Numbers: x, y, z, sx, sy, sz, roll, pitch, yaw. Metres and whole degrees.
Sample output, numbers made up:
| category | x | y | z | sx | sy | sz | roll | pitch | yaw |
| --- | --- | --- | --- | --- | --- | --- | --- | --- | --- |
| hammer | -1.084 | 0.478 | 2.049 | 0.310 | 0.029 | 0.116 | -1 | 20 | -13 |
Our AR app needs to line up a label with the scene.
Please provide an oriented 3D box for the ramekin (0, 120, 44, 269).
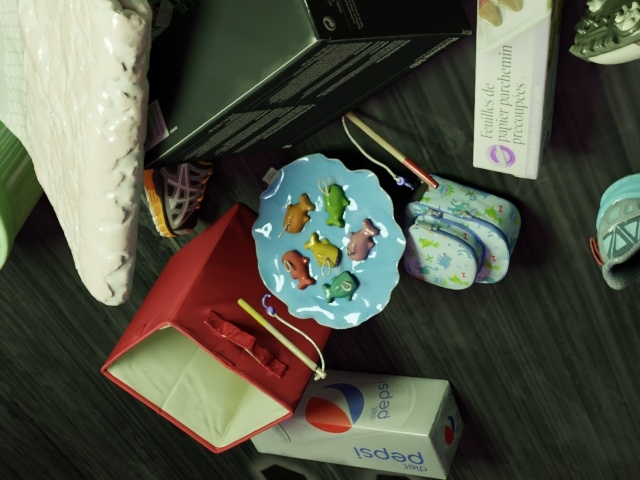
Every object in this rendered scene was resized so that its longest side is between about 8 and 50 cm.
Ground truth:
| category | x | y | z | sx | sy | sz | roll | pitch | yaw |
| --- | --- | --- | --- | --- | --- | --- | --- | --- | --- |
| ramekin | -0.473 | -0.104 | 1.327 | 0.303 | 0.148 | 0.303 | 16 | 141 | 14 |

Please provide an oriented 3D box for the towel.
| category | x | y | z | sx | sy | sz | roll | pitch | yaw |
| --- | --- | --- | --- | --- | --- | --- | --- | --- | --- |
| towel | -0.244 | -0.154 | 1.040 | 0.317 | 0.053 | 0.332 | 53 | 147 | 34 |

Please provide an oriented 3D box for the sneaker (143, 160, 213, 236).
| category | x | y | z | sx | sy | sz | roll | pitch | yaw |
| --- | --- | --- | --- | --- | --- | --- | --- | --- | --- |
| sneaker | -0.157 | -0.075 | 1.237 | 0.083 | 0.084 | 0.215 | -12 | 149 | -3 |

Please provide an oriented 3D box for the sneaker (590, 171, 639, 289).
| category | x | y | z | sx | sy | sz | roll | pitch | yaw |
| --- | --- | --- | --- | --- | --- | --- | --- | --- | --- |
| sneaker | 0.375 | 0.020 | 0.992 | 0.262 | 0.125 | 0.104 | 6 | 138 | 25 |

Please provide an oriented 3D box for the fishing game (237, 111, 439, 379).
| category | x | y | z | sx | sy | sz | roll | pitch | yaw |
| --- | --- | --- | --- | --- | --- | --- | --- | --- | --- |
| fishing game | 0.000 | 0.000 | 1.140 | 0.189 | 0.041 | 0.264 | 43 | 118 | 22 |

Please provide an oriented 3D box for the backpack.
| category | x | y | z | sx | sy | sz | roll | pitch | yaw |
| --- | --- | --- | --- | --- | --- | --- | --- | --- | --- |
| backpack | 0.142 | -0.001 | 1.138 | 0.114 | 0.084 | 0.105 | 15 | 142 | 12 |

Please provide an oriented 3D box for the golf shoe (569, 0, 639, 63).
| category | x | y | z | sx | sy | sz | roll | pitch | yaw |
| --- | --- | --- | --- | --- | --- | --- | --- | --- | --- |
| golf shoe | 0.314 | -0.180 | 0.821 | 0.120 | 0.105 | 0.273 | 39 | 142 | -27 |

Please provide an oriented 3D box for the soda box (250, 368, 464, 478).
| category | x | y | z | sx | sy | sz | roll | pitch | yaw |
| --- | --- | --- | --- | --- | --- | --- | --- | --- | --- |
| soda box | 0.037 | 0.235 | 1.465 | 0.286 | 0.091 | 0.098 | 3 | 136 | 28 |

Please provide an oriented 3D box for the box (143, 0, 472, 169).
| category | x | y | z | sx | sy | sz | roll | pitch | yaw |
| --- | --- | --- | --- | --- | --- | --- | --- | --- | --- |
| box | -0.031 | -0.161 | 0.962 | 0.261 | 0.184 | 0.103 | -27 | 77 | 46 |

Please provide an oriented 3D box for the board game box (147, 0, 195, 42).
| category | x | y | z | sx | sy | sz | roll | pitch | yaw |
| --- | --- | --- | --- | --- | --- | --- | --- | --- | --- |
| board game box | -0.221 | -0.197 | 1.171 | 0.136 | 0.030 | 0.260 | 38 | 141 | -18 |

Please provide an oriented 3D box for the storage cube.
| category | x | y | z | sx | sy | sz | roll | pitch | yaw |
| --- | --- | --- | --- | --- | --- | --- | --- | --- | --- |
| storage cube | -0.113 | 0.107 | 1.324 | 0.183 | 0.193 | 0.215 | 38 | 142 | -14 |

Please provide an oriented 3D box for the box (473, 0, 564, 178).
| category | x | y | z | sx | sy | sz | roll | pitch | yaw |
| --- | --- | --- | --- | --- | --- | --- | --- | --- | --- |
| box | 0.167 | -0.191 | 0.921 | 0.063 | 0.067 | 0.324 | 13 | 139 | 18 |
